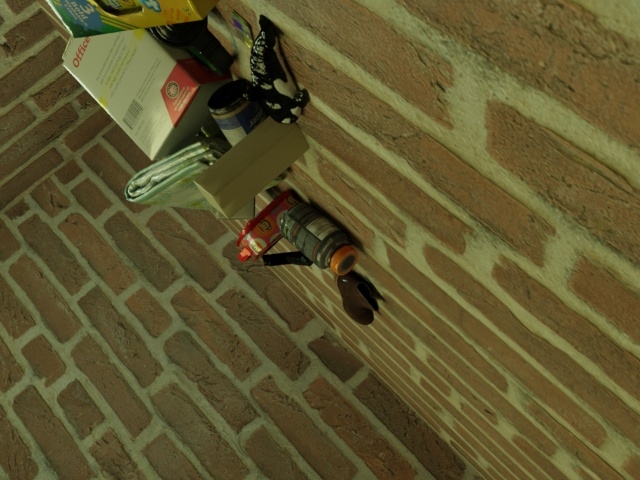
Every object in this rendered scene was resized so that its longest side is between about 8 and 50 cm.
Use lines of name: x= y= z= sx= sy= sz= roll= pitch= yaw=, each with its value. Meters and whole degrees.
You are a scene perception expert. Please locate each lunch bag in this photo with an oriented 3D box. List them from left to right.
lunch bag: x=-0.174 y=-0.029 z=2.135 sx=0.120 sy=0.258 sz=0.293 roll=45 pitch=167 yaw=-1

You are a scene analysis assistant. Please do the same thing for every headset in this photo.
headset: x=-0.332 y=-0.541 z=1.487 sx=0.243 sy=0.185 sz=0.394 roll=41 pitch=-178 yaw=43

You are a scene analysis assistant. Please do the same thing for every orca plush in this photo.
orca plush: x=-0.110 y=-0.322 z=1.373 sx=0.151 sy=0.102 sz=0.287 roll=45 pitch=167 yaw=10

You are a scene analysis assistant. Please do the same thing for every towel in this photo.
towel: x=-0.329 y=-0.169 z=1.900 sx=0.374 sy=0.090 sz=0.320 roll=-17 pitch=163 yaw=38
towel: x=-0.166 y=-0.446 z=1.400 sx=0.060 sy=0.009 sz=0.083 roll=46 pitch=168 yaw=13

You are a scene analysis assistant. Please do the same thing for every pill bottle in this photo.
pill bottle: x=-0.188 y=-0.291 z=1.692 sx=0.122 sy=0.123 sz=0.219 roll=35 pitch=163 yaw=46
pill bottle: x=0.000 y=0.000 z=1.932 sx=0.245 sy=0.130 sz=0.130 roll=40 pitch=166 yaw=33

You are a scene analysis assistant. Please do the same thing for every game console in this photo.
game console: x=-0.050 y=0.056 z=2.153 sx=0.361 sy=0.213 sz=0.044 roll=180 pitch=84 yaw=-71

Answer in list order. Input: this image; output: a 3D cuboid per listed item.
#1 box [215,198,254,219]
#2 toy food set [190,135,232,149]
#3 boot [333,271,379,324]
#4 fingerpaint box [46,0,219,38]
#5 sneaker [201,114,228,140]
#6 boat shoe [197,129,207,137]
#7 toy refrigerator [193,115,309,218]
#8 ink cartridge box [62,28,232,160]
box: x=-0.286 y=-0.148 z=2.236 sx=0.232 sy=0.126 sz=0.149 roll=-138 pitch=48 yaw=-83
toy food set: x=-0.327 y=-0.254 z=2.071 sx=0.219 sy=0.093 sz=0.306 roll=7 pitch=175 yaw=-14
boot: x=0.139 y=0.214 z=2.210 sx=0.249 sy=0.090 sz=0.207 roll=57 pitch=167 yaw=-22
fingerpaint box: x=-0.404 y=-0.586 z=1.117 sx=0.370 sy=0.163 sz=0.445 roll=6 pitch=143 yaw=34
sneaker: x=-0.358 y=-0.384 z=2.062 sx=0.126 sy=0.091 sz=0.240 roll=43 pitch=168 yaw=25
boat shoe: x=-0.449 y=-0.424 z=2.330 sx=0.075 sy=0.083 sz=0.226 roll=13 pitch=156 yaw=29
toy refrigerator: x=-0.164 y=-0.182 z=1.601 sx=0.102 sy=0.269 sz=0.094 roll=35 pitch=163 yaw=42
ink cartridge box: x=-0.466 y=-0.454 z=1.749 sx=0.385 sy=0.160 sz=0.279 roll=47 pitch=125 yaw=5
